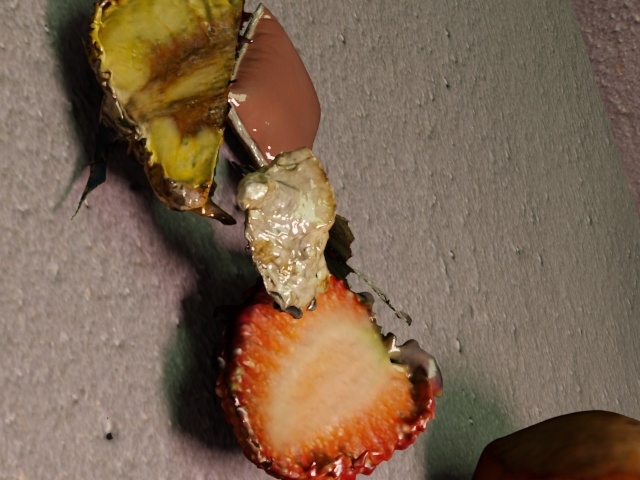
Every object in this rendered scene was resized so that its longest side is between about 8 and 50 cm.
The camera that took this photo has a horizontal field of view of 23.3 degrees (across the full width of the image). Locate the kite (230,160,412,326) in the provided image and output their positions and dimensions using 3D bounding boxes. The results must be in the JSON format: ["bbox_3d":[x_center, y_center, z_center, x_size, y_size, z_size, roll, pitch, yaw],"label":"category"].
[{"bbox_3d":[0.000,0.000,1.673,0.268,0.013,0.323,43,-13,14],"label":"kite"}]

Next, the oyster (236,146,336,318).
[{"bbox_3d":[-0.027,-0.010,1.473,0.191,0.081,0.163,17,71,-61],"label":"oyster"}]

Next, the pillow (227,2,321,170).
[{"bbox_3d":[-0.060,-0.150,1.738,0.171,0.075,0.179,60,29,-34],"label":"pillow"}]

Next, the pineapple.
[{"bbox_3d":[-0.156,-0.140,1.501,0.161,0.158,0.334,119,-26,-64],"label":"pineapple"}]

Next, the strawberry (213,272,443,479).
[{"bbox_3d":[-0.031,0.152,1.541,0.233,0.138,0.306,49,36,10],"label":"strawberry"}]

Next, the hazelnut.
[{"bbox_3d":[0.328,0.379,1.877,0.366,0.366,0.366,45,35,-44],"label":"hazelnut"}]
